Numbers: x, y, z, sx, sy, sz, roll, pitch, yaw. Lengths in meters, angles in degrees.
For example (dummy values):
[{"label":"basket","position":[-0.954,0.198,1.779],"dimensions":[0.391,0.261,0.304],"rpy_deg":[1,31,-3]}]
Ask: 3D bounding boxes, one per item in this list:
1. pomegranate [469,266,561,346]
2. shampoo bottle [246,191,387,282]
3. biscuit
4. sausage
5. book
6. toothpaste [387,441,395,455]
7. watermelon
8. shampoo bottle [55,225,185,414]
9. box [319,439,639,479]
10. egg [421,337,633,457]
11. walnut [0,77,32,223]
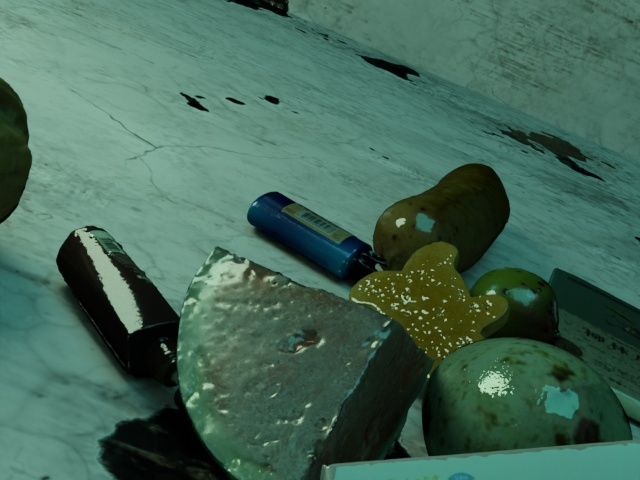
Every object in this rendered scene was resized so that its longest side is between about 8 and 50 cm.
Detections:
[{"label":"pomegranate","position":[0.199,0.099,1.237],"dimensions":[0.159,0.129,0.129],"rpy_deg":[-16,8,22]},{"label":"shampoo bottle","position":[0.000,0.000,1.343],"dimensions":[0.183,0.050,0.087],"rpy_deg":[30,19,18]},{"label":"biscuit","position":[0.128,0.096,1.156],"dimensions":[0.158,0.035,0.240],"rpy_deg":[-25,39,-3]},{"label":"sausage","position":[0.199,-0.033,1.551],"dimensions":[0.136,0.123,0.501],"rpy_deg":[-1,12,21]},{"label":"book","position":[0.416,0.152,1.450],"dimensions":[0.264,0.031,0.379],"rpy_deg":[28,21,8]},{"label":"toothpaste","position":[0.029,0.177,0.991],"dimensions":[0.083,0.015,0.024],"rpy_deg":[22,21,10]},{"label":"watermelon","position":[0.000,0.120,0.872],"dimensions":[0.260,0.176,0.256],"rpy_deg":[56,15,-61]},{"label":"shampoo bottle","position":[-0.165,0.073,0.961],"dimensions":[0.068,0.067,0.236],"rpy_deg":[-8,37,-34]},{"label":"box","position":[0.181,0.231,0.691],"dimensions":[0.343,0.065,0.200],"rpy_deg":[-3,50,-10]},{"label":"egg","position":[0.174,0.169,0.948],"dimensions":[0.169,0.169,0.231],"rpy_deg":[12,14,-28]},{"label":"walnut","position":[-0.371,-0.087,0.955],"dimensions":[0.198,0.198,0.245],"rpy_deg":[38,28,33]}]
